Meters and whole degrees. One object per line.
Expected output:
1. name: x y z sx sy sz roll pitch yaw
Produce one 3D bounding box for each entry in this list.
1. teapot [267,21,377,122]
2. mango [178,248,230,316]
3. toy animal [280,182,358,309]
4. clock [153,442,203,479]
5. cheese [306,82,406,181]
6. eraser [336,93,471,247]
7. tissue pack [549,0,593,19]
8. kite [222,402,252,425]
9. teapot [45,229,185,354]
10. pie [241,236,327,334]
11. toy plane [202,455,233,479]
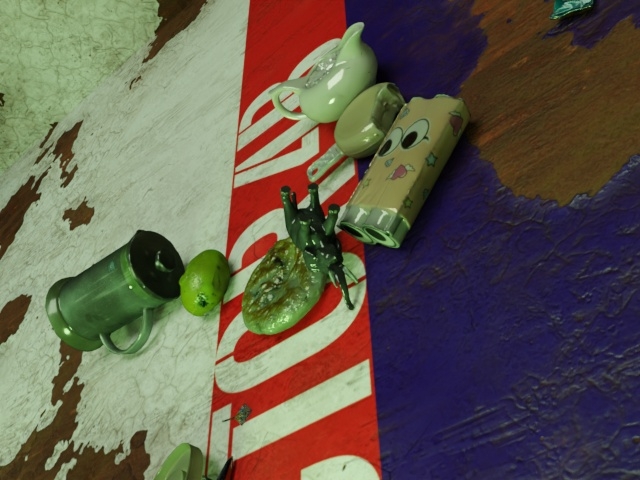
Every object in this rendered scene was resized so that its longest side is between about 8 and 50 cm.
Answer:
1. teapot: 0.017 -0.360 1.766 0.299 0.166 0.208 -24 45 28
2. mango: -0.261 0.087 1.734 0.119 0.100 0.178 -33 29 30
3. toy animal: 0.000 -0.005 1.441 0.082 0.137 0.270 -19 46 -15
4. clock: -0.282 0.476 1.391 0.235 0.029 0.235 -50 20 26
5. cheese: 0.068 -0.232 1.666 0.248 0.070 0.164 -28 40 33
6. eraser: 0.158 -0.131 1.442 0.171 0.087 0.291 8 65 59
7. tissue pack: 0.473 -0.458 1.434 0.085 0.028 0.138 -11 46 41
8. kite: -0.156 0.327 1.463 0.078 0.002 0.044 -6 54 47
9. teapot: -0.481 0.142 1.884 0.337 0.200 0.271 -30 64 27
10. pie: -0.073 0.085 1.547 0.240 0.054 0.241 -33 35 27
11. toy plane: -0.191 0.453 1.329 0.130 0.061 0.189 -41 29 47
